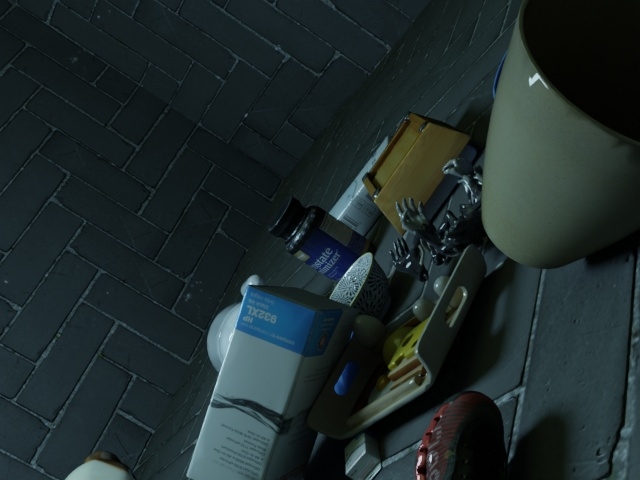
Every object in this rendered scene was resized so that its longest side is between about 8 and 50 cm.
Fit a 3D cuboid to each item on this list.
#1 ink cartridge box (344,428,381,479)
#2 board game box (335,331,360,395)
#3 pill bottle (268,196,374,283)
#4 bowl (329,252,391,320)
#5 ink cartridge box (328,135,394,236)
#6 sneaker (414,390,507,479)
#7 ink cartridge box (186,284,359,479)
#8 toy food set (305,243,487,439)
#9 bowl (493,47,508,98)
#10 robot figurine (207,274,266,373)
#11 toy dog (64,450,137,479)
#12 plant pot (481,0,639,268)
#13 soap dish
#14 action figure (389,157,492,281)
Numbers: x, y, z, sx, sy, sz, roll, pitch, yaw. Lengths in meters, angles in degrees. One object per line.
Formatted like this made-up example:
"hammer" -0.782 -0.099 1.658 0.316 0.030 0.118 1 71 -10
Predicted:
"ink cartridge box" 0.060 0.311 1.194 0.048 0.028 0.083 -53 11 14
"board game box" 0.042 0.209 1.461 0.169 0.033 0.133 -49 46 40
"pill bottle" 0.000 0.000 1.852 0.123 0.219 0.123 -54 11 16
"bowl" 0.078 0.115 1.548 0.170 0.080 0.170 -54 10 15
"ink cartridge box" 0.109 -0.143 2.139 0.308 0.091 0.385 -53 12 21
"sneaker" 0.142 0.259 0.791 0.135 0.097 0.276 -44 19 52
"ink cartridge box" -0.068 0.235 1.320 0.223 0.129 0.307 13 -84 -73
"toy food set" 0.104 0.147 1.223 0.306 0.092 0.220 -46 7 49
"bowl" 0.433 -0.363 1.351 0.391 0.077 0.391 -54 11 16
"robot figurine" -0.141 0.228 1.874 0.353 0.199 0.300 160 102 -73
"toy dog" -0.505 0.657 1.811 0.408 0.395 0.284 -63 -1 18
"plant pot" 0.280 -0.097 0.899 0.274 0.256 0.256 111 -177 -53
"soap dish" 0.190 -0.147 1.701 0.229 0.118 0.291 -55 10 9
"action figure" 0.196 -0.037 1.274 0.164 0.141 0.276 -32 -7 -29
